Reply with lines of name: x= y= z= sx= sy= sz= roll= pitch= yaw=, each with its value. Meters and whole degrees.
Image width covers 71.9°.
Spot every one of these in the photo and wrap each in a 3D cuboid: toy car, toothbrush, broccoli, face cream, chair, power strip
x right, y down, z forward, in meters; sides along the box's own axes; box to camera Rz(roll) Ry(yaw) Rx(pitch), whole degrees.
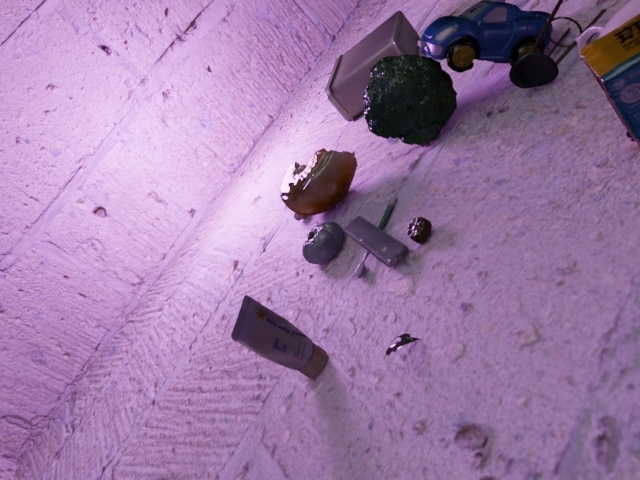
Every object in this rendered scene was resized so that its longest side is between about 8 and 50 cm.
toy car: x=0.405 y=-0.519 z=1.098 sx=0.198 sy=0.315 sz=0.165 roll=-92 pitch=2 yaw=-59
toothbrush: x=0.144 y=-0.012 z=1.117 sx=0.018 sy=0.024 sz=0.257 roll=6 pitch=57 yaw=37
broccoli: x=0.245 y=-0.385 z=1.249 sx=0.270 sy=0.270 sz=0.270 roll=-47 pitch=-12 yaw=9
face cream: x=-0.087 y=0.214 z=0.945 sx=0.070 sy=0.224 sz=0.114 roll=-33 pitch=30 yaw=33
chair: x=0.527 y=-0.437 z=0.987 sx=0.221 sy=0.104 sz=0.095 roll=-50 pitch=41 yaw=-5
power strip: x=0.137 y=0.003 z=1.063 sx=0.060 sy=0.027 sz=0.253 roll=-43 pitch=34 yaw=-3

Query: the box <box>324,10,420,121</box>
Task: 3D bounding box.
box: x=0.214 y=-0.710 z=1.792 sx=0.344 sy=0.177 sz=0.351 roll=-28 pitch=32 yaw=37

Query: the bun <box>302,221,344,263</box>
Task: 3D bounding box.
bun: x=0.000 y=0.000 z=1.268 sx=0.141 sy=0.083 sz=0.140 roll=-42 pitch=24 yaw=24

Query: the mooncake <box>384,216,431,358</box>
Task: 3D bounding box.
mooncake: x=0.184 y=0.086 z=0.887 sx=0.150 sy=0.057 sz=0.346 roll=-51 pitch=15 yaw=29

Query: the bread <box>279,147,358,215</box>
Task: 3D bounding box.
bread: x=-0.014 y=-0.170 z=1.424 sx=0.314 sy=0.171 sz=0.191 roll=-20 pitch=42 yaw=51

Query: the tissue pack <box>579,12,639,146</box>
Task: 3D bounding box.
tissue pack: x=0.537 y=-0.259 z=0.598 sx=0.271 sy=0.192 sz=0.133 roll=-30 pitch=33 yaw=35

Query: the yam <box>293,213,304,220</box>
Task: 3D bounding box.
yam: x=-0.053 y=-0.175 z=1.644 sx=0.046 sy=0.046 sz=0.263 roll=-31 pitch=30 yaw=36

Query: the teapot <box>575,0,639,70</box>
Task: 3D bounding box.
teapot: x=0.552 y=-0.370 z=0.737 sx=0.208 sy=0.165 sz=0.300 roll=-39 pitch=4 yaw=-13
